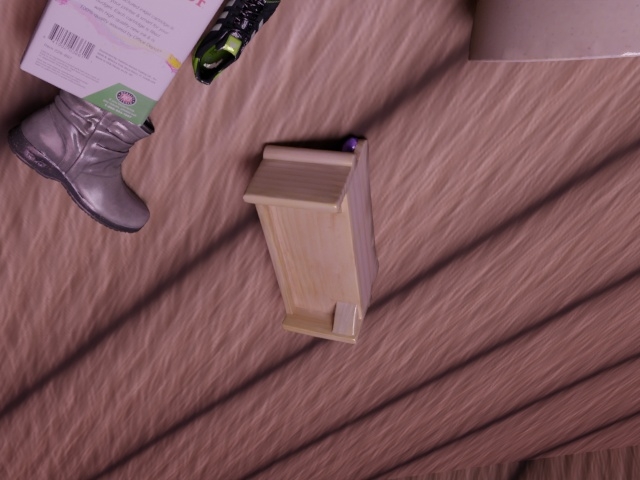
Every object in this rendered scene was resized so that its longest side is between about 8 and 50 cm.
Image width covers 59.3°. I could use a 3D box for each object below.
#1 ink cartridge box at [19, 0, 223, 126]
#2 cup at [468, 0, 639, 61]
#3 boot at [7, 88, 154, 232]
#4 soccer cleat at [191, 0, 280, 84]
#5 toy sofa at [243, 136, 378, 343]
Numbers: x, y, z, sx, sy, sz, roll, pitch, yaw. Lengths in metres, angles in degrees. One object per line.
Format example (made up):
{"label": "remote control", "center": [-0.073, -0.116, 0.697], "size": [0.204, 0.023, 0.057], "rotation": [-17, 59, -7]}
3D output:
{"label": "ink cartridge box", "center": [-0.231, -0.266, 0.664], "size": [0.154, 0.093, 0.212], "rotation": [25, 128, -32]}
{"label": "cup", "center": [0.326, -0.323, 0.591], "size": [0.331, 0.331, 0.236], "rotation": [-6, 108, -4]}
{"label": "boot", "center": [-0.300, -0.120, 0.814], "size": [0.161, 0.083, 0.246], "rotation": [-32, 134, 13]}
{"label": "soccer cleat", "center": [-0.100, -0.267, 0.700], "size": [0.060, 0.072, 0.179], "rotation": [27, 125, -32]}
{"label": "toy sofa", "center": [0.000, 0.000, 0.962], "size": [0.150, 0.177, 0.362], "rotation": [8, 139, 17]}
